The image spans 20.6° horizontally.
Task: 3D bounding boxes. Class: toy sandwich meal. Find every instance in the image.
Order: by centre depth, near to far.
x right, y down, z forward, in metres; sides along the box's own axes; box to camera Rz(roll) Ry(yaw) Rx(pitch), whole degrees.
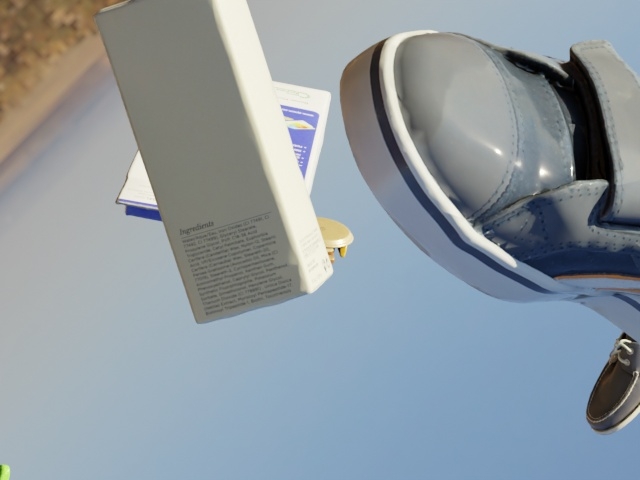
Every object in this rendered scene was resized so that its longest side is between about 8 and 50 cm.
[{"bbox_3d":[0.000,0.000,2.092,0.085,0.085,0.029,-61,162,-65],"label":"toy sandwich meal"}]

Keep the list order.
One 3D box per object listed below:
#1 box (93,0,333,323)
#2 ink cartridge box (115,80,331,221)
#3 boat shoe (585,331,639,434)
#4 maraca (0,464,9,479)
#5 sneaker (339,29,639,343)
[{"bbox_3d":[-0.087,-0.078,1.473,0.113,0.275,0.094,-15,-174,16],"label":"box"},{"bbox_3d":[-0.093,-0.078,1.797,0.371,0.175,0.069,-78,179,-66],"label":"ink cartridge box"},{"bbox_3d":[0.337,0.111,1.900,0.206,0.065,0.075,-58,-146,-1],"label":"boat shoe"},{"bbox_3d":[-0.327,0.288,1.628,0.127,0.099,0.186,22,-86,53],"label":"maraca"},{"bbox_3d":[0.151,-0.030,0.809,0.127,0.321,0.126,-30,-126,33],"label":"sneaker"}]
